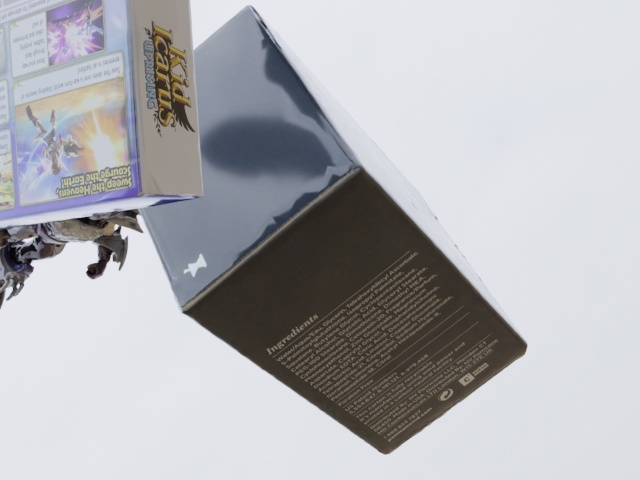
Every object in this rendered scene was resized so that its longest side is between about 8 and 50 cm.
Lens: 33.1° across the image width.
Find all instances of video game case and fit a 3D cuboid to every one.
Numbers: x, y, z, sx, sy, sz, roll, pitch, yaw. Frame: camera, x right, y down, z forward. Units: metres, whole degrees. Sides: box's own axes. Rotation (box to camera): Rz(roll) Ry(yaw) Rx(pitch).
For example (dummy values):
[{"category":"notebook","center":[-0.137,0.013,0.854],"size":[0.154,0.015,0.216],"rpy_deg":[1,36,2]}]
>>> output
[{"category":"video game case","center":[-0.202,-0.135,0.762],"size":[0.061,0.269,0.244],"rpy_deg":[0,-95,-51]}]

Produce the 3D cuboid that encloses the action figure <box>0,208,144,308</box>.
[{"category":"action figure","center":[-0.323,-0.007,1.259],"size":[0.185,0.285,0.099],"rpy_deg":[33,-129,-39]}]

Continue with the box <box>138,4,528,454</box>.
[{"category":"box","center":[0.000,0.000,1.152],"size":[0.212,0.293,0.395],"rpy_deg":[-39,-43,9]}]
